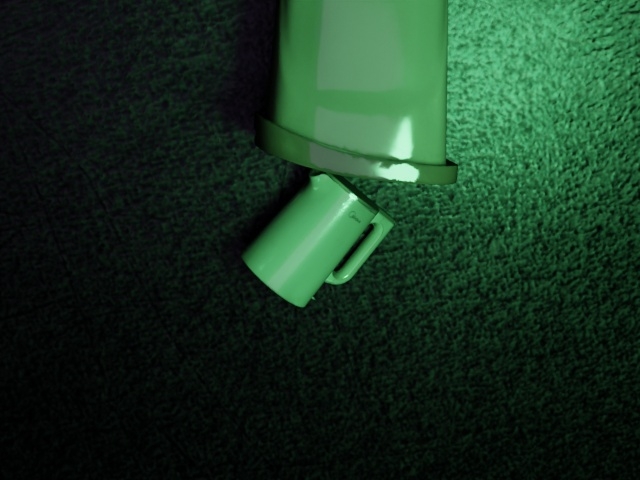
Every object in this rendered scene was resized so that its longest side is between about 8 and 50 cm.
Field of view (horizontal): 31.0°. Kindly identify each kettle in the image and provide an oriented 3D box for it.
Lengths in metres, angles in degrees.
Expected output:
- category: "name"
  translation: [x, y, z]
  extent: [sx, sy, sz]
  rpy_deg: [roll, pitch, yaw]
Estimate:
- category: "kettle"
  translation: [-0.001, 0.000, 1.342]
  extent: [0.127, 0.098, 0.148]
  rpy_deg: [40, 96, -7]

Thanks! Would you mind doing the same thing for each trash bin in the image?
- category: "trash bin"
  translation: [0.042, -0.196, 1.238]
  extent: [0.219, 0.220, 0.250]
  rpy_deg: [3, 98, -6]
